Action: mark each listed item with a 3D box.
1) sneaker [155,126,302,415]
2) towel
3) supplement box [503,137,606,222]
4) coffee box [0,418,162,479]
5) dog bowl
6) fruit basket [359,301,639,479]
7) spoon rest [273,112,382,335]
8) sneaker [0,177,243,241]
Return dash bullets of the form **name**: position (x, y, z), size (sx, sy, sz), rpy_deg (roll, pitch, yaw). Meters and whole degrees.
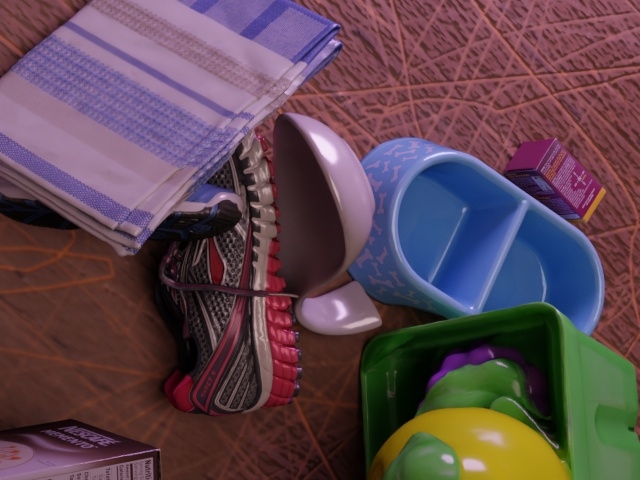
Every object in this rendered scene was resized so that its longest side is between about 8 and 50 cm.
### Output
- **sneaker**: position (-0.093, 0.004, 1.430), size (0.112, 0.121, 0.299), rpy_deg (-9, 91, -16)
- **towel**: position (-0.140, -0.124, 1.363), size (0.285, 0.209, 0.034), rpy_deg (-47, 154, -29)
- **supplement box**: position (0.233, -0.058, 1.650), size (0.083, 0.055, 0.043), rpy_deg (43, 69, -24)
- **coffee box**: position (-0.256, 0.205, 1.220), size (0.246, 0.141, 0.098), rpy_deg (-6, 99, -38)
- **dog bowl**: position (0.155, 0.016, 1.595), size (0.297, 0.074, 0.166), rpy_deg (33, 75, -27)
- **fruit basket**: position (0.127, 0.241, 1.427), size (0.392, 0.283, 0.392), rpy_deg (14, 70, -42)
- **spoon rest**: position (0.000, 0.000, 1.429), size (0.084, 0.137, 0.276), rpy_deg (-26, 146, -11)
- **sneaker**: position (-0.165, -0.050, 1.366), size (0.211, 0.080, 0.081), rpy_deg (9, 71, 6)
